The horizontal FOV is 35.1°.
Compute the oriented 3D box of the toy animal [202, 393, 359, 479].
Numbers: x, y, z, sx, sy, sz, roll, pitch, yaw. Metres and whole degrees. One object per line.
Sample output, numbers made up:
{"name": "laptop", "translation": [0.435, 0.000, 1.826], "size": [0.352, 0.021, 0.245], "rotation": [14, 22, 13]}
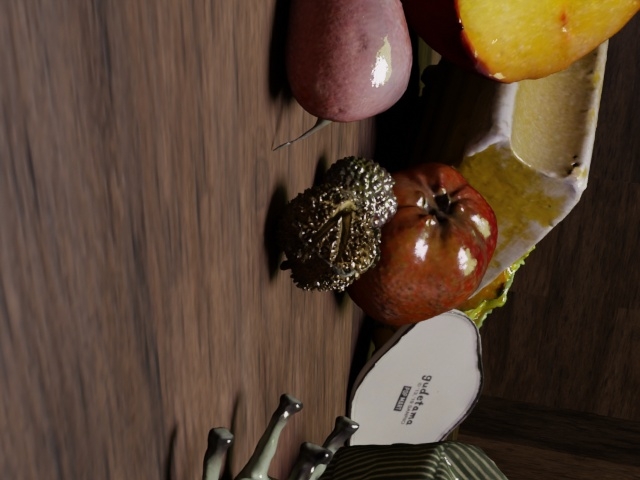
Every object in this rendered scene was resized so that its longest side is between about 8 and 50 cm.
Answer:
{"name": "toy animal", "translation": [-0.044, 0.195, 0.673], "size": [0.176, 0.073, 0.217], "rotation": [-67, 164, 3]}

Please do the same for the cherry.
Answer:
{"name": "cherry", "translation": [0.019, -0.131, 0.691], "size": [0.106, 0.087, 0.126], "rotation": [-73, 168, -53]}

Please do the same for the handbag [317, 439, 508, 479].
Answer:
{"name": "handbag", "translation": [0.090, 0.363, 0.893], "size": [0.240, 0.247, 0.340], "rotation": [-46, 118, -48]}

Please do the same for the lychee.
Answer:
{"name": "lychee", "translation": [0.031, -0.032, 0.860], "size": [0.083, 0.068, 0.067], "rotation": [65, 30, -21]}

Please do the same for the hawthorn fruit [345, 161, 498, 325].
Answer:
{"name": "hawthorn fruit", "translation": [0.087, 0.022, 1.027], "size": [0.203, 0.163, 0.162], "rotation": [110, -1, -50]}

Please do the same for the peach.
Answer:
{"name": "peach", "translation": [0.192, -0.289, 0.901], "size": [0.338, 0.281, 0.281], "rotation": [-176, -86, -82]}

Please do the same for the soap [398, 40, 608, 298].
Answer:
{"name": "soap", "translation": [0.201, -0.134, 1.192], "size": [0.293, 0.156, 0.335], "rotation": [-49, -163, 49]}

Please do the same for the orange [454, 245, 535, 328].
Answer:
{"name": "orange", "translation": [0.238, -0.001, 1.478], "size": [0.334, 0.196, 0.262], "rotation": [-65, 154, 2]}

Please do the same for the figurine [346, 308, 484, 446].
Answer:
{"name": "figurine", "translation": [0.089, 0.159, 1.244], "size": [0.250, 0.167, 0.141], "rotation": [-60, -148, 16]}

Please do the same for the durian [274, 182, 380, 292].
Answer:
{"name": "durian", "translation": [0.000, 0.000, 0.738], "size": [0.080, 0.091, 0.080], "rotation": [32, 45, -37]}
